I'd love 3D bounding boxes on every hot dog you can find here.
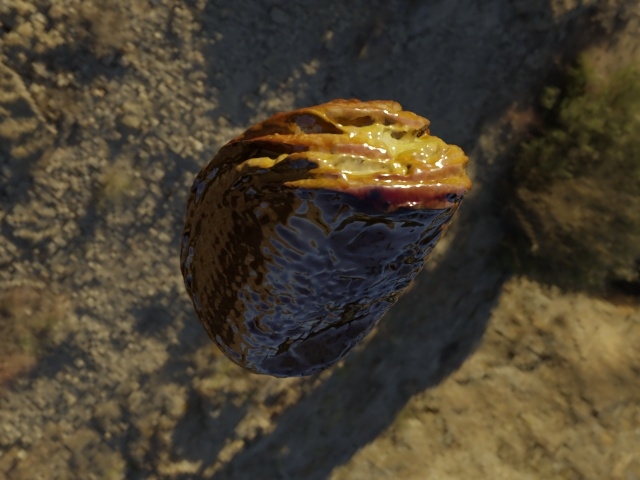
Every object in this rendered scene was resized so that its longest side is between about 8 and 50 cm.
[{"bbox_3d":[0.000,0.000,0.905,0.196,0.122,0.272,-3,150,-19],"label":"hot dog"}]
